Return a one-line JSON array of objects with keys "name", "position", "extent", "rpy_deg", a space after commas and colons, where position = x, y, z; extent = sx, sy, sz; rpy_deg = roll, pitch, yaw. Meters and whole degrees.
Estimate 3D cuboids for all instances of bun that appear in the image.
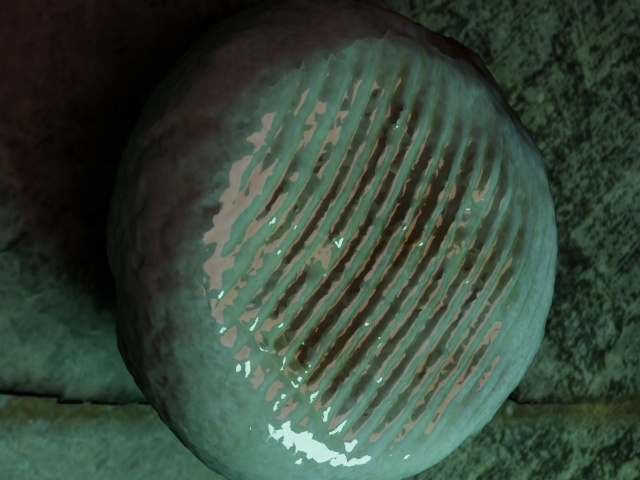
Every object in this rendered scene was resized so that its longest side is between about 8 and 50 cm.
[{"name": "bun", "position": [0.000, 0.000, 0.958], "extent": [0.362, 0.211, 0.361], "rpy_deg": [-11, 109, -34]}]
